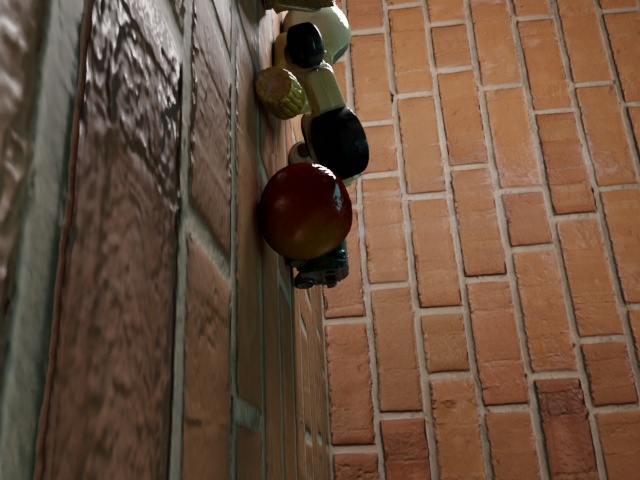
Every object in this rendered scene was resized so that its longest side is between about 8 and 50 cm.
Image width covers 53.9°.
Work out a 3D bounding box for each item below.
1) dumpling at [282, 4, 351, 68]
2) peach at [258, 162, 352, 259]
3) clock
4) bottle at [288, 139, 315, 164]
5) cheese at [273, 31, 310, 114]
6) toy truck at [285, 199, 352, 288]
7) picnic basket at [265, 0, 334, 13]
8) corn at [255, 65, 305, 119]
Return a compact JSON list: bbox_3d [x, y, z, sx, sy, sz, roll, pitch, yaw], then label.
[{"bbox_3d":[-0.037,-0.672,2.063,0.212,0.269,0.321,57,45,-35],"label":"dumpling"},{"bbox_3d":[-0.026,-0.061,1.191,0.197,0.197,0.198,-4,90,-88],"label":"peach"},{"bbox_3d":[-0.010,-0.310,1.542,0.379,0.120,0.276,69,-21,4],"label":"clock"},{"bbox_3d":[-0.045,-0.250,2.006,0.245,0.104,0.104,73,13,-77],"label":"bottle"},{"bbox_3d":[-0.069,-0.468,1.754,0.226,0.117,0.214,-83,164,-54],"label":"cheese"},{"bbox_3d":[-0.007,0.001,1.688,0.363,0.177,0.177,87,0,-62],"label":"toy truck"},{"bbox_3d":[-0.067,-0.680,1.488,0.313,0.175,0.228,-50,137,-81],"label":"picnic basket"},{"bbox_3d":[-0.084,-0.314,1.363,0.244,0.093,0.094,-64,149,-84],"label":"corn"}]
